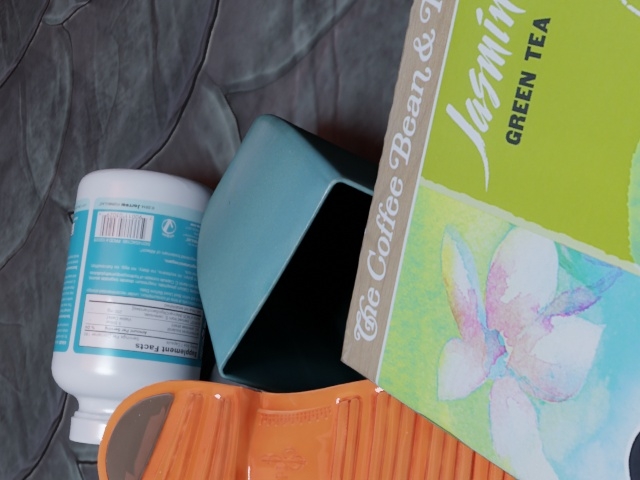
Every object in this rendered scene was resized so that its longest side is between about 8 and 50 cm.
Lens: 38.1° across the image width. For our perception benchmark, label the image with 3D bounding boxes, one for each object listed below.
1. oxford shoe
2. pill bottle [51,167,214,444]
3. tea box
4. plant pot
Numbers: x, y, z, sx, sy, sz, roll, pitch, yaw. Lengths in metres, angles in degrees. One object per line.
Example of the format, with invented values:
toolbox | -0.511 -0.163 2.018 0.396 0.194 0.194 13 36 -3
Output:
oxford shoe | 0.035 0.162 0.626 0.364 0.133 0.130 6 72 26
pill bottle | -0.186 0.070 0.928 0.146 0.146 0.264 -3 76 44
tea box | 0.215 -0.031 0.464 0.323 0.220 0.329 27 113 47
plant pot | 0.000 0.000 0.753 0.165 0.166 0.234 -58 30 15
